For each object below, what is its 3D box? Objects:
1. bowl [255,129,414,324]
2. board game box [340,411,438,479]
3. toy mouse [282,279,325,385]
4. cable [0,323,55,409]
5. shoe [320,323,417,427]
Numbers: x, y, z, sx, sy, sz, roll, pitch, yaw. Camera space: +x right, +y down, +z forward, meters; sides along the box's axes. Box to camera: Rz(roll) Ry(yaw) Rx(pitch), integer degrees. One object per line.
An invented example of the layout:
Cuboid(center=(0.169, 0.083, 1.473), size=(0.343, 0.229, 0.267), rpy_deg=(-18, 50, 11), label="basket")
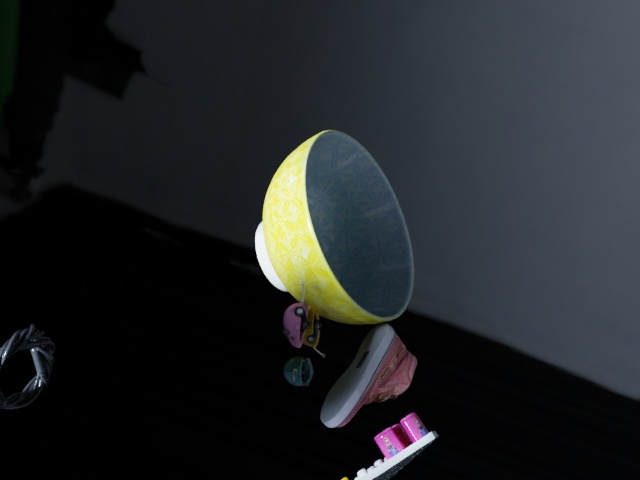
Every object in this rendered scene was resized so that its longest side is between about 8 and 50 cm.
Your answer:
Cuboid(center=(0.000, 0.000, 1.366), size=(0.156, 0.289, 0.289), rpy_deg=(-21, 28, 29), label="bowl")
Cuboid(center=(-0.057, 0.405, 1.308), size=(0.390, 0.050, 0.390), rpy_deg=(-25, -19, -28), label="board game box")
Cuboid(center=(-0.031, 0.137, 1.221), size=(0.143, 0.031, 0.161), rpy_deg=(-68, -23, -53), label="toy mouse")
Cuboid(center=(-0.515, 0.219, 1.591), size=(0.150, 0.047, 0.184), rpy_deg=(-57, -21, -18), label="cable")
Cuboid(center=(0.073, 0.207, 1.311), size=(0.063, 0.081, 0.178), rpy_deg=(-17, 32, 52), label="shoe")
